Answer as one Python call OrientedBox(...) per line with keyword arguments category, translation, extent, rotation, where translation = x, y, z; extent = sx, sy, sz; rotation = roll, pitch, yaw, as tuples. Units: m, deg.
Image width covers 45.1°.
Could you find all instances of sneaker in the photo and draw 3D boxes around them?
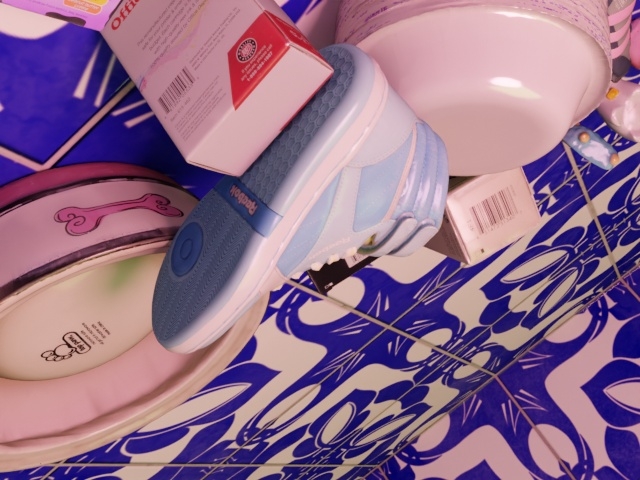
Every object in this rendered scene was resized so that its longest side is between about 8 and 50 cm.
OrientedBox(category="sneaker", translation=(0.000, 0.000, 0.722), extent=(0.208, 0.127, 0.319), rotation=(28, 107, -41))
OrientedBox(category="sneaker", translation=(0.383, -0.311, 1.011), extent=(0.131, 0.112, 0.319), rotation=(-41, 153, 17))

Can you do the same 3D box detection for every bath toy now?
OrientedBox(category="bath toy", translation=(0.513, -0.276, 1.200), extent=(0.348, 0.151, 0.129), rotation=(-46, -171, 14))

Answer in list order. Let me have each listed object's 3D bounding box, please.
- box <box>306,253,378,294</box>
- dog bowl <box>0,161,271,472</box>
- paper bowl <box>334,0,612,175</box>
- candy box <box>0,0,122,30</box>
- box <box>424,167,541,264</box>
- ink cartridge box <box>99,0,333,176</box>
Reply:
OrientedBox(category="box", translation=(0.019, -0.047, 0.961), extent=(0.156, 0.158, 0.093), rotation=(-32, 147, -2))
OrientedBox(category="dog bowl", translation=(-0.266, 0.082, 0.868), extent=(0.407, 0.150, 0.408), rotation=(-27, 152, -16))
OrientedBox(category="paper bowl", translation=(0.154, -0.168, 0.802), extent=(0.284, 0.148, 0.284), rotation=(3, 159, 1))
OrientedBox(category="candy box", translation=(-0.164, -0.249, 0.509), extent=(0.196, 0.070, 0.164), rotation=(-46, 164, 19))
OrientedBox(category="box", translation=(0.162, -0.055, 1.013), extent=(0.113, 0.094, 0.275), rotation=(-29, -164, -12))
OrientedBox(category="ink cartridge box", translation=(-0.092, -0.163, 0.649), extent=(0.127, 0.175, 0.072), rotation=(-45, 153, 19))
